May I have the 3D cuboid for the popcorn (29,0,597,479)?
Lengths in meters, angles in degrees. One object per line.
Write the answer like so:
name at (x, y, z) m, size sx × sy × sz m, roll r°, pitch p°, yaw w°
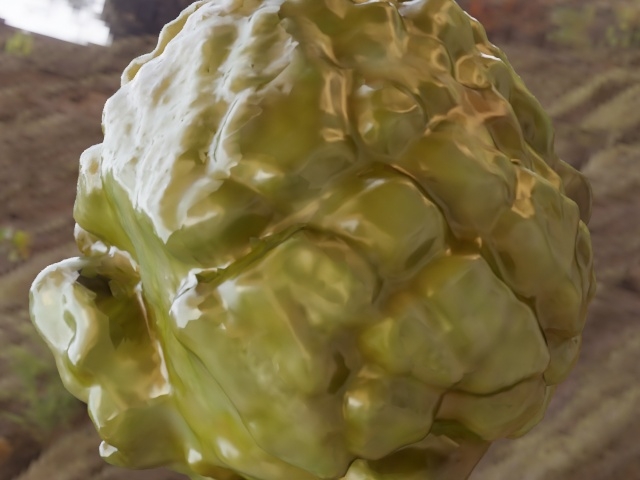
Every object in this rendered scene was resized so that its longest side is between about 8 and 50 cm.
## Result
popcorn at (0.000, 0.000, 0.817) m, size 0.258 × 0.270 × 0.224 m, roll -53°, pitch -55°, yaw -25°
